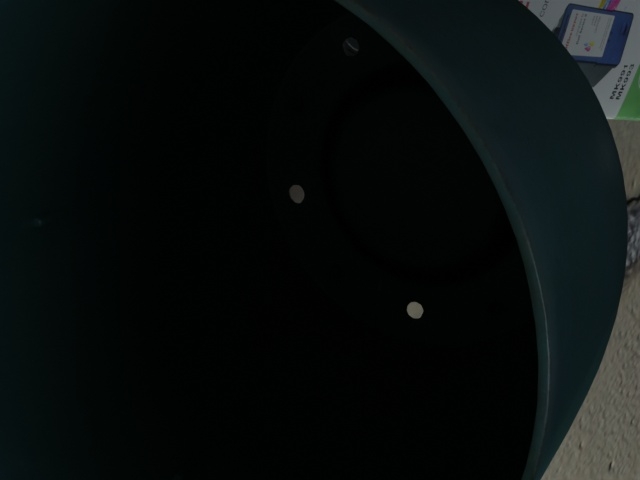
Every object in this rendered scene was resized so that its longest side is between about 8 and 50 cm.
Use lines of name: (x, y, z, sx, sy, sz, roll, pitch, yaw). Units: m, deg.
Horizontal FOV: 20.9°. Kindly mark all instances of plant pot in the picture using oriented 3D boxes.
plant pot: (0.000, 0.000, 0.755, 0.235, 0.293, 0.293, -30, 138, -59)

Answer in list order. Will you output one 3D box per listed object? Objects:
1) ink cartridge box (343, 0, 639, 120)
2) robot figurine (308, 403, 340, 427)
ink cartridge box: (0.127, -0.153, 0.958, 0.212, 0.093, 0.154, 0, 115, -50)
robot figurine: (-0.040, 0.218, 0.920, 0.300, 0.200, 0.353, -54, 146, 4)
